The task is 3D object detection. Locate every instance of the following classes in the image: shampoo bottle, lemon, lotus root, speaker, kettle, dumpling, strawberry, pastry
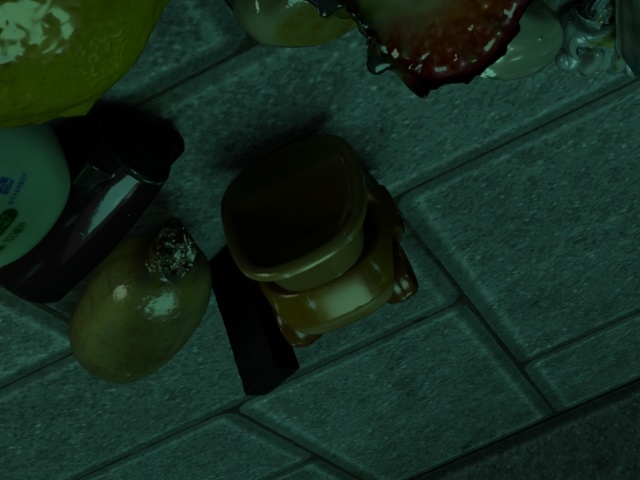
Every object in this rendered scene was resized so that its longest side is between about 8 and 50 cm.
[{"bbox_3d":[-0.437,-0.079,1.258,0.222,0.151,0.350,-36,150,25],"label":"shampoo bottle"},{"bbox_3d":[-0.264,-0.221,1.004,0.322,0.268,0.268,-8,151,-24],"label":"lemon"},{"bbox_3d":[-0.241,0.085,1.711,0.169,0.151,0.342,-4,152,-32],"label":"lotus root"},{"bbox_3d":[-0.101,0.109,1.783,0.044,0.218,0.082,7,141,-42],"label":"speaker"},{"bbox_3d":[-0.268,-0.048,1.468,0.232,0.144,0.202,-38,169,25],"label":"kettle"},{"bbox_3d":[0.223,-0.253,1.460,0.199,0.118,0.136,-35,152,-42],"label":"dumpling"},{"bbox_3d":[0.129,-0.298,1.152,0.306,0.233,0.137,-46,-173,20],"label":"strawberry"},{"bbox_3d":[-0.016,-0.259,1.296,0.156,0.092,0.156,-13,159,-5],"label":"pastry"}]

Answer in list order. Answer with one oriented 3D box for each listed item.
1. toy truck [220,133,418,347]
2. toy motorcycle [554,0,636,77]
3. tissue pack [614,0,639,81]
[{"bbox_3d":[0.000,0.000,1.620,0.204,0.288,0.211,-25,129,10],"label":"toy truck"},{"bbox_3d":[0.375,-0.261,1.588,0.151,0.074,0.229,-36,149,29],"label":"toy motorcycle"},{"bbox_3d":[0.443,-0.318,1.415,0.201,0.124,0.271,-25,139,-6],"label":"tissue pack"}]
